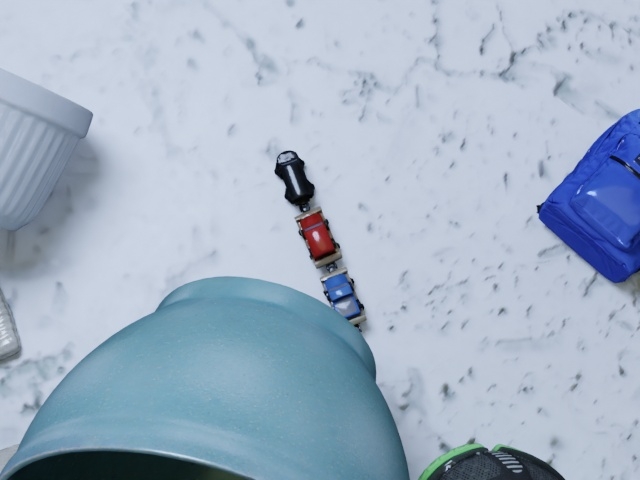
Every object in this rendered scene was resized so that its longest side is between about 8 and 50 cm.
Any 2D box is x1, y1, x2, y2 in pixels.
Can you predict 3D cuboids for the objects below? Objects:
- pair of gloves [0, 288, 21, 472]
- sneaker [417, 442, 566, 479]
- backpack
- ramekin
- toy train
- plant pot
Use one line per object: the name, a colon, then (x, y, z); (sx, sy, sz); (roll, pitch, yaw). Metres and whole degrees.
pair of gloves: (-0.324, 0.152, 1.281); (0.204, 0.042, 0.240); (-13, 77, -2)
sneaker: (0.171, 0.373, 1.131); (0.185, 0.202, 0.483); (-8, 80, -16)
backpack: (0.246, -0.040, 1.284); (0.098, 0.101, 0.120); (43, 78, 2)
ramekin: (-0.287, -0.086, 1.254); (0.207, 0.207, 0.109); (22, 88, 6)
toy train: (0.000, 0.000, 1.310); (0.027, 0.036, 0.158); (-22, 79, -4)
plant pot: (-0.064, 0.151, 1.176); (0.293, 0.293, 0.196); (13, 52, 4)
